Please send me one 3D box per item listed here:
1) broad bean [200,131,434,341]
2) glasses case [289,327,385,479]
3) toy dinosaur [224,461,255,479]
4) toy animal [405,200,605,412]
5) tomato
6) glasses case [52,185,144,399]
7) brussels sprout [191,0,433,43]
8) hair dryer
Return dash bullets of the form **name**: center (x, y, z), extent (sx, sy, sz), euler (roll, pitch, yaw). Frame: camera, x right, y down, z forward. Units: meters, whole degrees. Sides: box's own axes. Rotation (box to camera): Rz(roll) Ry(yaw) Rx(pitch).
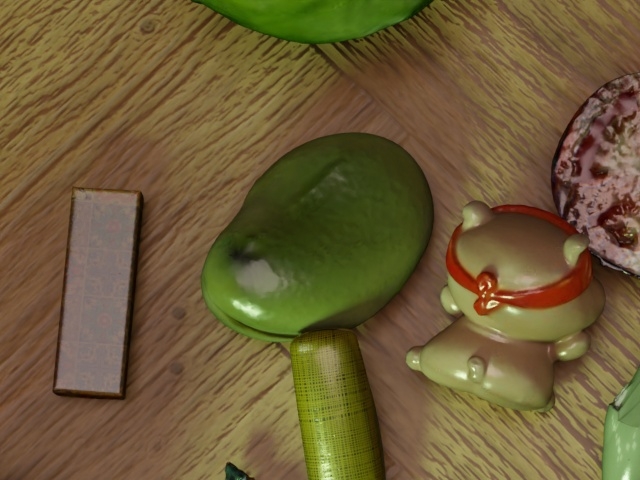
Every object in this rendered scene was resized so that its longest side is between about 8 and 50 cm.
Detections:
- **broad bean**: center (0.000, 0.000, 1.940), extent (0.263, 0.121, 0.189), euler (-41, 78, -5)
- **glasses case**: center (0.021, 0.203, 1.896), extent (0.079, 0.064, 0.234), euler (-8, 97, 4)
- **toy dinosaur**: center (-0.061, 0.293, 1.917), extent (0.049, 0.055, 0.154), euler (-26, 73, -3)
- **toy animal**: center (0.187, 0.063, 1.886), extent (0.171, 0.171, 0.198), euler (21, 99, 11)
- **tomato**: center (0.345, -0.058, 1.929), extent (0.225, 0.085, 0.225), euler (-1, 79, 3)
- **glasses case**: center (-0.232, 0.056, 1.991), extent (0.075, 0.049, 0.218), euler (4, 78, 1)
- **brussels sprout**: center (-0.017, -0.386, 1.920), extent (0.342, 0.425, 0.361), euler (35, 111, 54)
- **hair dryer**: center (0.387, 0.153, 1.871), extent (0.225, 0.088, 0.219), euler (-2, 94, 1)
